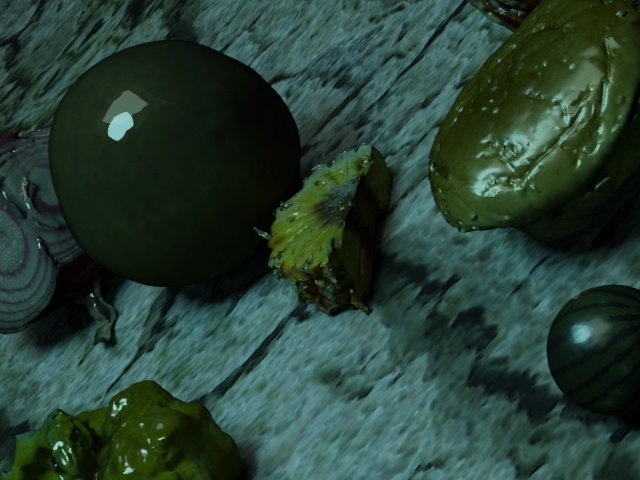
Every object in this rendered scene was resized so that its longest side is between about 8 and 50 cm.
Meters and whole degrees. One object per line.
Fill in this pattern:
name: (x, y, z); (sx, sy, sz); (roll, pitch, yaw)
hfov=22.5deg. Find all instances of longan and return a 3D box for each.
longan: (-0.168, -0.089, 1.832); (0.297, 0.297, 0.297); (-32, 32, 23)

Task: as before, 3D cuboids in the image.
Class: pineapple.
pineapple: (-0.001, -0.001, 1.729); (0.135, 0.079, 0.233); (-19, 33, 26)

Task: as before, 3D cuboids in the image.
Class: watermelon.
watermelon: (0.241, 0.081, 1.273); (0.133, 0.105, 0.105); (-41, 24, 46)

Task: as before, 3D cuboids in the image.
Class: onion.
onion: (-0.354, -0.021, 2.076); (0.256, 0.272, 0.230); (-11, 18, 37)

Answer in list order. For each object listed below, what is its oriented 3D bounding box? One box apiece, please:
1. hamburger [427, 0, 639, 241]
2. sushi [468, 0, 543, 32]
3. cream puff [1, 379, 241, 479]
hamburger: (0.216, -0.123, 1.480); (0.285, 0.134, 0.265); (-52, 10, 14)
sushi: (0.207, -0.326, 1.810); (0.130, 0.124, 0.332); (-51, 29, 14)
cream puff: (-0.216, 0.251, 1.584); (0.282, 0.185, 0.282); (-31, 30, 20)
